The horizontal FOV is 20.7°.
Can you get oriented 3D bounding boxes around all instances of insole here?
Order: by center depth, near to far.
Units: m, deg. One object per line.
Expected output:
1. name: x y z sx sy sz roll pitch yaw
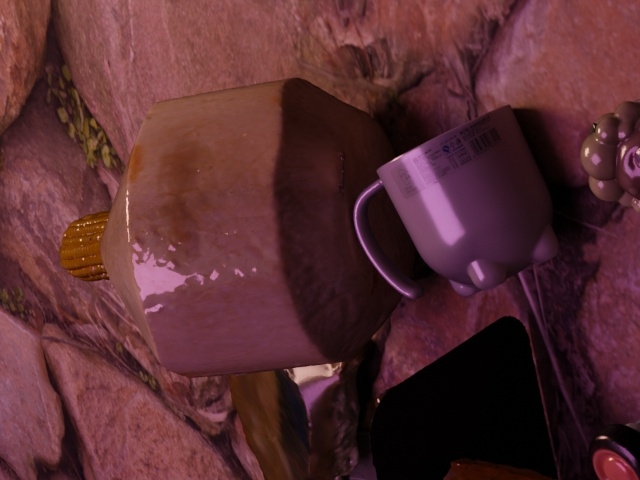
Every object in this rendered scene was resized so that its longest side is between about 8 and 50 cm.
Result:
1. insole: 0.047 0.261 2.077 0.232 0.003 0.080 -6 105 60

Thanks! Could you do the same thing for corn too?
1. corn: -0.275 0.007 2.336 0.261 0.097 0.097 -5 106 59

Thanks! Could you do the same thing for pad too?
1. pad: 0.114 0.287 1.659 0.063 0.315 0.375 3 112 43

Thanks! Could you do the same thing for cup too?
1. cup: 0.122 -0.021 1.578 0.134 0.173 0.142 110 135 -89

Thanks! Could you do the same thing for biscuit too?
1. biscuit: -0.029 0.208 2.090 0.329 0.078 0.335 14 119 61

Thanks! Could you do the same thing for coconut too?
1. coconut: -0.072 -0.004 1.759 0.323 0.323 0.323 38 141 40

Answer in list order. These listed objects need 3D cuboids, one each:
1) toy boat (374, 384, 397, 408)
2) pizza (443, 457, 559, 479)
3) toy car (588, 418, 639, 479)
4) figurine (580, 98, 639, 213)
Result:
1. toy boat: 0.088 0.225 1.904 0.075 0.077 0.185 40 140 36
2. pizza: 0.286 0.395 1.622 0.440 0.130 0.406 32 142 18
3. toy car: 0.356 0.177 1.341 0.212 0.180 0.270 54 150 2
4. figurine: 0.288 -0.059 1.352 0.197 0.093 0.147 17 137 53
